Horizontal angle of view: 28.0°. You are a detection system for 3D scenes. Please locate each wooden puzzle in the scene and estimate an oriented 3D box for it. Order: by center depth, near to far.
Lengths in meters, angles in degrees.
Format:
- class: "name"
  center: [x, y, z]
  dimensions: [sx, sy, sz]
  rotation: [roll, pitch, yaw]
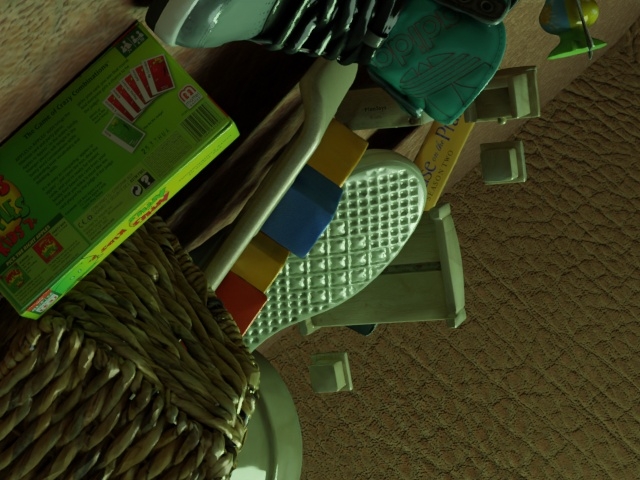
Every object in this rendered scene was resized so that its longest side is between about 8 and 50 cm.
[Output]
- class: "wooden puzzle"
  center: [-0.051, -0.004, 1.166]
  dimensions: [0.347, 0.080, 0.322]
  rotation: [-59, -178, 17]

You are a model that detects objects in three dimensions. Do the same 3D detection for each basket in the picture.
- class: "basket"
  center: [-0.186, 0.148, 1.009]
  dimensions: [0.299, 0.213, 0.223]
  rotation: [-44, -164, 23]

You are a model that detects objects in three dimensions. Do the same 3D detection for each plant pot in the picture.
- class: "plant pot"
  center: [-0.231, 0.296, 1.772]
  dimensions: [0.323, 0.323, 0.280]
  rotation: [-46, 156, 25]

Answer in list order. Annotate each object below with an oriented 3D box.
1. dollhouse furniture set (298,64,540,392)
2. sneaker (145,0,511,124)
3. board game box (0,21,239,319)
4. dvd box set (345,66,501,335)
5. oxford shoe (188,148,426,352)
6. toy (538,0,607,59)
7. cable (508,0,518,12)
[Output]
- class: "dollhouse furniture set"
  center: [0.130, -0.013, 1.511]
  dimensions: [0.303, 0.355, 0.174]
  rotation: [-4, -169, 25]
- class: "sneaker"
  center: [0.030, -0.149, 0.870]
  dimensions: [0.295, 0.178, 0.124]
  rotation: [-36, 170, -45]
- class: "board game box"
  center: [-0.151, -0.044, 0.832]
  dimensions: [0.181, 0.092, 0.043]
  rotation: [-43, 173, -4]
- class: "dvd box set"
  center: [0.146, -0.059, 1.993]
  dimensions: [0.420, 0.062, 0.307]
  rotation: [-63, 177, -9]
- class: "oxford shoe"
  center: [-0.075, 0.033, 1.444]
  dimensions: [0.449, 0.169, 0.130]
  rotation: [-39, -148, 22]
- class: "toy"
  center: [0.141, -0.239, 0.898]
  dimensions: [0.056, 0.237, 0.137]
  rotation: [-18, 180, 12]
- class: "cable"
  center: [0.254, -0.342, 1.602]
  dimensions: [0.151, 0.047, 0.184]
  rotation: [-35, 173, -24]
